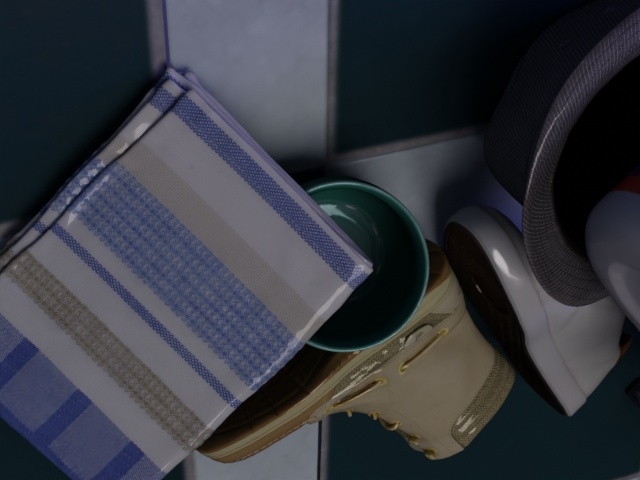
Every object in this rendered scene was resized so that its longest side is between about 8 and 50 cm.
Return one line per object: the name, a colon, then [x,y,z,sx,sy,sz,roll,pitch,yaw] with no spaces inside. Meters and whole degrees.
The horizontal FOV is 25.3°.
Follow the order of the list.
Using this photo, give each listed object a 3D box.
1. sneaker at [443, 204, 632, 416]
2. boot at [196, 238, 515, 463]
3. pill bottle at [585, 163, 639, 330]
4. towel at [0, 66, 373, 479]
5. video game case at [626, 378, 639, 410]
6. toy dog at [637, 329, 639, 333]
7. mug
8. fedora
sneaker: [0.198,0.035,1.241,0.123,0.106,0.290,-42,140,-5]
boot: [0.033,0.138,1.232,0.262,0.095,0.203,-38,134,-1]
pill bottle: [0.361,-0.052,1.042,0.323,0.181,0.181,-41,133,-10]
towel: [-0.126,0.042,1.042,0.209,0.034,0.285,44,100,-3]
video game case: [0.433,0.256,1.399,0.196,0.274,0.026,27,110,-39]
toy dog: [0.441,0.137,1.252,0.284,0.395,0.408,-43,140,23]
mug: [0.009,0.002,1.104,0.129,0.097,0.157,-14,97,-5]
fedora: [0.225,-0.095,1.124,0.275,0.124,0.243,-44,135,-7]
